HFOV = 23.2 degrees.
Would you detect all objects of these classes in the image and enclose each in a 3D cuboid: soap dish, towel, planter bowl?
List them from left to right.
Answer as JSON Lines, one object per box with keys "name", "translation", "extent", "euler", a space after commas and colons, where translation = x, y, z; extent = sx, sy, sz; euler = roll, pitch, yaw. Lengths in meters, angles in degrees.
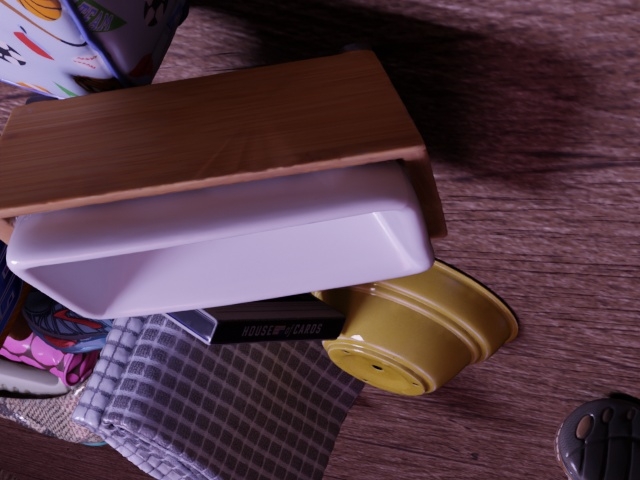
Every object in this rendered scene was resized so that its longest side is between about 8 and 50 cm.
{"name": "soap dish", "translation": [-0.065, -0.034, 1.074], "extent": [0.291, 0.118, 0.229], "euler": [-8, 166, 6]}
{"name": "towel", "translation": [-0.084, 0.145, 1.583], "extent": [0.121, 0.235, 0.284], "euler": [-8, 144, 47]}
{"name": "planter bowl", "translation": [0.067, 0.085, 1.457], "extent": [0.217, 0.090, 0.217], "euler": [22, 162, 8]}

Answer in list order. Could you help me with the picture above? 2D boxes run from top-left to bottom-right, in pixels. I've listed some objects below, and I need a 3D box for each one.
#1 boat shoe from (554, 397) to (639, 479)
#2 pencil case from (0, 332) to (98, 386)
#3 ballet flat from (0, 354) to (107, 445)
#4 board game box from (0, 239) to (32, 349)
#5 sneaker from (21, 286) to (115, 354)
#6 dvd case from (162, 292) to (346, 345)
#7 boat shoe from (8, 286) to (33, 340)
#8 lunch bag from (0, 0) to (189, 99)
{"name": "boat shoe", "translation": [0.374, 0.257, 1.536], "extent": [0.324, 0.122, 0.120], "euler": [32, 166, 0]}
{"name": "pencil case", "translation": [-0.413, 0.143, 2.191], "extent": [0.209, 0.095, 0.098], "euler": [17, 129, 22]}
{"name": "ballet flat", "translation": [-0.504, 0.188, 2.371], "extent": [0.483, 0.164, 0.182], "euler": [8, 135, 26]}
{"name": "board game box", "translation": [-0.536, 0.044, 1.658], "extent": [0.356, 0.356, 0.356], "euler": [23, 161, 2]}
{"name": "sneaker", "translation": [-0.254, 0.061, 1.807], "extent": [0.262, 0.104, 0.125], "euler": [3, 137, 35]}
{"name": "dvd case", "translation": [-0.118, 0.027, 1.399], "extent": [0.239, 0.029, 0.179], "euler": [32, -162, 33]}
{"name": "boat shoe", "translation": [-0.427, 0.060, 2.018], "extent": [0.073, 0.073, 0.207], "euler": [18, 153, 21]}
{"name": "lunch bag", "translation": [-0.222, -0.206, 0.993], "extent": [0.243, 0.115, 0.303], "euler": [21, 162, 16]}
